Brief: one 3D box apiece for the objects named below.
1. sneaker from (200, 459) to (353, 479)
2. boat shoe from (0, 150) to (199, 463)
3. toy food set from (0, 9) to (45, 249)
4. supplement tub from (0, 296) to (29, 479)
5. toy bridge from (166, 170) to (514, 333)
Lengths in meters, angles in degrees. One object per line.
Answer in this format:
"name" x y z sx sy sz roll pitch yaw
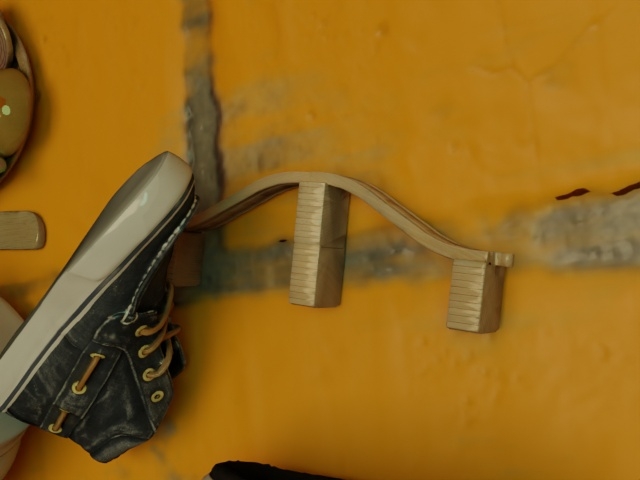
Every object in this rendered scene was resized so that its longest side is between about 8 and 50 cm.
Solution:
"sneaker" 0.047 0.242 0.243 0.447 0.169 0.257 41 108 39
"boat shoe" -0.092 0.039 0.406 0.083 0.065 0.183 35 124 -15
"toy food set" -0.227 -0.088 0.523 0.132 0.038 0.192 -3 86 31
"supplement tub" -0.265 0.120 0.477 0.200 0.144 0.144 -43 68 22
"toy bridge" 0.000 0.000 0.390 0.188 0.026 0.063 5 90 32
